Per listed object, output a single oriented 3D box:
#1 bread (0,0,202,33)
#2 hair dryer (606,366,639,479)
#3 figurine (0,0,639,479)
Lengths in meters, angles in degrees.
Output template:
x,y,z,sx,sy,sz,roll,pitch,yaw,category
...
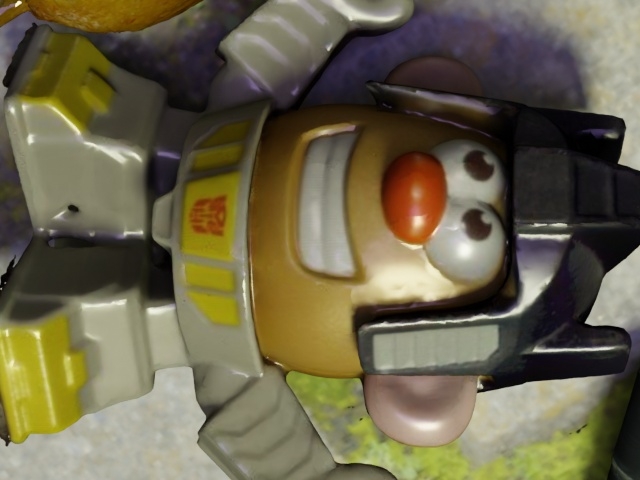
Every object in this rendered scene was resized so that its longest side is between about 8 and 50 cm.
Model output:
x,y,z,sx,sy,sz,roll,pitch,yaw,category
-0.018,-0.174,0.704,0.344,0.124,0.084,-35,122,5,bread
0.183,0.148,0.755,0.071,0.219,0.124,8,106,-8,hair dryer
0.000,-0.003,0.751,0.308,0.143,0.308,0,97,3,figurine
